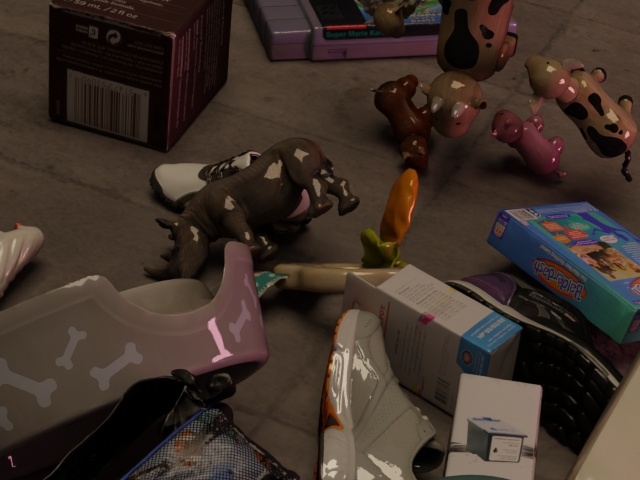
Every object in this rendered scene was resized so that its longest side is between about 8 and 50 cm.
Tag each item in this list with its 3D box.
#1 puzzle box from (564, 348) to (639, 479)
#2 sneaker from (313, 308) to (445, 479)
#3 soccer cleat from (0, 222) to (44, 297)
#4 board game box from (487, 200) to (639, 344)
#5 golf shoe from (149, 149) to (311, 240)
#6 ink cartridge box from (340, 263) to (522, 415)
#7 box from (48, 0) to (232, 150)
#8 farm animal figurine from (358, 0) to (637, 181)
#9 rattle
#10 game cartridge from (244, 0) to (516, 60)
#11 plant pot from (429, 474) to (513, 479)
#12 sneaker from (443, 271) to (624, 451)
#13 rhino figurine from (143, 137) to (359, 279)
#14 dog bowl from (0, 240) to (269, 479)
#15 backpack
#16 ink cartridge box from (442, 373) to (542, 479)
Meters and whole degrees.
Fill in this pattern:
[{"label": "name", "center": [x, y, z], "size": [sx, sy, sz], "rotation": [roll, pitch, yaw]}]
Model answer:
[{"label": "puzzle box", "center": [0.401, 0.200, 1.502], "size": [0.272, 0.052, 0.409], "rotation": [38, 42, 6]}, {"label": "sneaker", "center": [0.059, 0.176, 1.530], "size": [0.121, 0.099, 0.262], "rotation": [8, 44, -2]}, {"label": "soccer cleat", "center": [-0.354, 0.048, 1.666], "size": [0.076, 0.068, 0.196], "rotation": [44, 44, 12]}, {"label": "board game box", "center": [0.312, 0.031, 1.766], "size": [0.160, 0.047, 0.210], "rotation": [-5, 34, -42]}, {"label": "golf shoe", "center": [-0.101, -0.072, 1.836], "size": [0.198, 0.094, 0.077], "rotation": [14, 38, 12]}, {"label": "ink cartridge box", "center": [0.109, 0.098, 1.626], "size": [0.181, 0.104, 0.061], "rotation": [30, 42, 28]}, {"label": "box", "center": [-0.222, -0.246, 1.988], "size": [0.168, 0.167, 0.203], "rotation": [15, 37, 12]}, {"label": "farm animal figurine", "center": [0.201, -0.208, 1.887], "size": [0.330, 0.327, 0.172], "rotation": [-2, 21, 19]}, {"label": "rattle", "center": [0.000, 0.000, 1.704], "size": [0.199, 0.143, 0.130], "rotation": [4, 19, 8]}, {"label": "game cartridge", "center": [0.078, -0.336, 2.252], "size": [0.355, 0.068, 0.230], "rotation": [-5, 34, -15]}, {"label": "plant pot", "center": [0.120, 0.313, 1.201], "size": [0.293, 0.293, 0.235], "rotation": [4, 21, -4]}, {"label": "sneaker", "center": [0.251, 0.110, 1.638], "size": [0.124, 0.107, 0.283], "rotation": [-17, 42, -37]}, {"label": "rhino figurine", "center": [-0.087, -0.027, 1.745], "size": [0.243, 0.073, 0.106], "rotation": [-30, 70, 3]}, {"label": "dog bowl", "center": [-0.202, 0.117, 1.389], "size": [0.348, 0.349, 0.102], "rotation": [-18, 80, -29]}, {"label": "backpack", "center": [-0.142, 0.283, 1.235], "size": [0.263, 0.276, 0.213], "rotation": [-30, 63, -35]}, {"label": "ink cartridge box", "center": [0.146, 0.233, 1.419], "size": [0.082, 0.140, 0.191], "rotation": [8, 36, 5]}]
